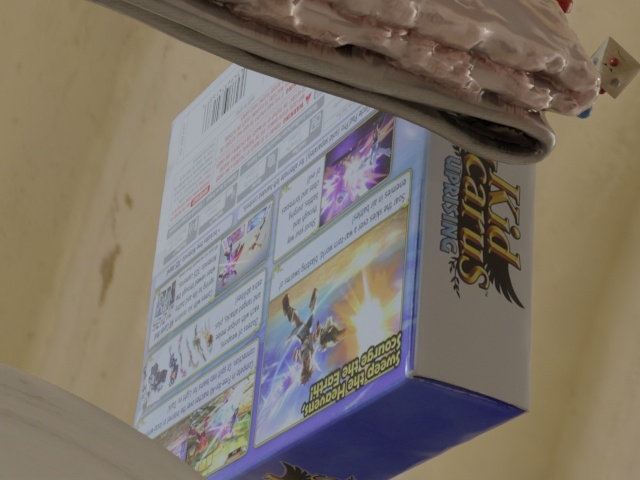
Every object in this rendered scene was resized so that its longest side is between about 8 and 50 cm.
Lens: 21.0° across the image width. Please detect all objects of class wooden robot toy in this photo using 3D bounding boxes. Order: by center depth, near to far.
[{"bbox_3d":[0.109,-0.121,1.081,0.173,0.079,0.076,22,-60,23],"label":"wooden robot toy"}]

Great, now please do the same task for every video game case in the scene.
[{"bbox_3d":[0.000,0.000,0.797,0.061,0.244,0.269,20,-31,-24],"label":"video game case"}]

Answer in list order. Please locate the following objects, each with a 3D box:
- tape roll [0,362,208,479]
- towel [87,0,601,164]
[{"bbox_3d":[-0.110,0.162,0.395,0.246,0.246,0.169,25,-62,-24],"label":"tape roll"},{"bbox_3d":[-0.079,-0.175,0.629,0.331,0.317,0.053,16,-55,-36],"label":"towel"}]
